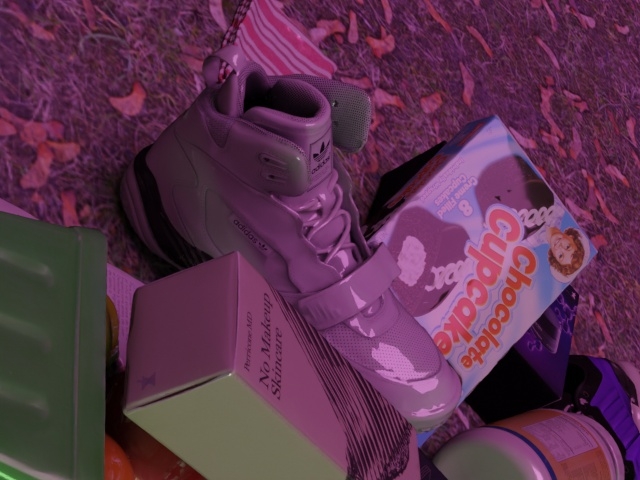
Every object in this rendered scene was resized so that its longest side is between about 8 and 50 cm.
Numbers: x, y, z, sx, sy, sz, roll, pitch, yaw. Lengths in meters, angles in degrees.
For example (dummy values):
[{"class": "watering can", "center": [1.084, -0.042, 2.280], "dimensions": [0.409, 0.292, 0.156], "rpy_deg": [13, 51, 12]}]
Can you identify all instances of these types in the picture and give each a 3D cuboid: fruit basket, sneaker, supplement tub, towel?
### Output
[{"class": "fruit basket", "center": [-0.176, 0.146, 1.020], "dimensions": [0.353, 0.165, 0.327], "rpy_deg": [42, 33, -47]}, {"class": "sneaker", "center": [0.000, 0.000, 1.191], "dimensions": [0.366, 0.210, 0.137], "rpy_deg": [41, 44, 7]}, {"class": "sneaker", "center": [0.317, 0.244, 1.598], "dimensions": [0.146, 0.102, 0.293], "rpy_deg": [19, 35, -24]}, {"class": "supplement tub", "center": [0.214, 0.251, 1.430], "dimensions": [0.200, 0.144, 0.144], "rpy_deg": [-4, 70, -54]}, {"class": "towel", "center": [-0.044, -0.180, 1.506], "dimensions": [0.144, 0.029, 0.197], "rpy_deg": [43, 38, -25]}]

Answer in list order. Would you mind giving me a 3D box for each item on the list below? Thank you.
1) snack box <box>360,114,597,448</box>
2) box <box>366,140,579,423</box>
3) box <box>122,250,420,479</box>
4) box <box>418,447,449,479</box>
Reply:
[{"class": "snack box", "center": [0.117, 0.046, 1.390], "dimensions": [0.322, 0.060, 0.187], "rpy_deg": [-45, 105, -22]}, {"class": "box", "center": [0.166, 0.048, 1.554], "dimensions": [0.261, 0.103, 0.184], "rpy_deg": [46, 34, -20]}, {"class": "box", "center": [-0.027, 0.134, 1.032], "dimensions": [0.275, 0.094, 0.113], "rpy_deg": [47, 31, -43]}, {"class": "box", "center": [0.031, 0.243, 1.245], "dimensions": [0.158, 0.093, 0.156], "rpy_deg": [49, 37, -16]}]
